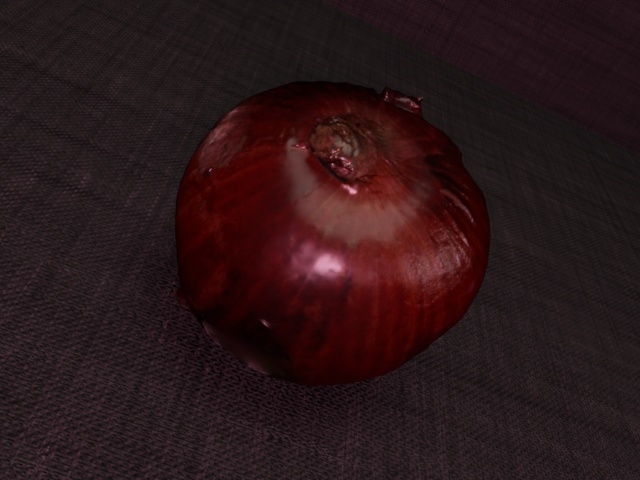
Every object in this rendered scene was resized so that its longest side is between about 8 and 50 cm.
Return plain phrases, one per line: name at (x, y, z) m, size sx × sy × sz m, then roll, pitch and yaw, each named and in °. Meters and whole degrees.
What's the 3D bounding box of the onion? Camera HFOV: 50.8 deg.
onion at (-0.005, 0.001, 0.743) m, size 0.342 × 0.341 × 0.341 m, roll 20°, pitch 36°, yaw -15°
